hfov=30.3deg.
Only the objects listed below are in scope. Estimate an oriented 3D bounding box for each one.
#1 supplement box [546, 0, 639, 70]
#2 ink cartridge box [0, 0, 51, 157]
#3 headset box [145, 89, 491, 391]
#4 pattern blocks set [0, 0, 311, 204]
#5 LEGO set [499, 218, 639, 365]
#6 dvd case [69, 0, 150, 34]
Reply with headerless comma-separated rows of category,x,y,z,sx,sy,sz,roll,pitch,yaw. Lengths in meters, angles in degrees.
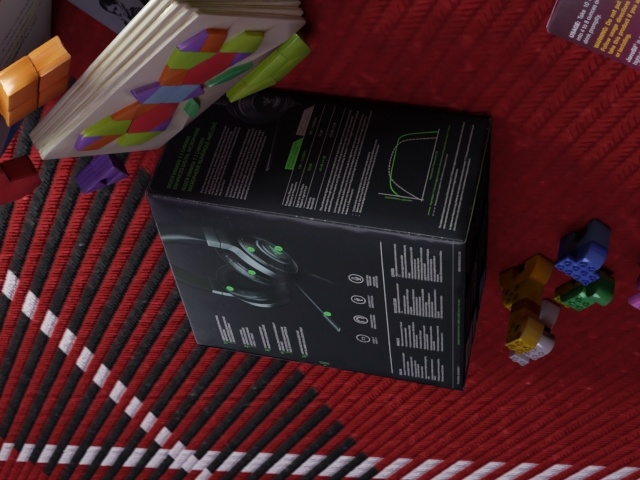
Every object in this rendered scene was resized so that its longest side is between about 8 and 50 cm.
supplement box,0.247,-0.149,0.719,0.188,0.104,0.081,24,146,6
ink cartridge box,-0.323,-0.154,0.855,0.197,0.198,0.270,25,154,-3
headset box,0.000,0.000,1.045,0.283,0.131,0.246,8,146,13
pattern blocks set,-0.108,-0.112,0.822,0.325,0.285,0.026,-40,76,44
LEGO set,0.220,0.062,1.075,0.087,0.093,0.227,29,145,-18
dvd case,-0.140,-0.223,0.871,0.238,0.030,0.179,33,143,-22
